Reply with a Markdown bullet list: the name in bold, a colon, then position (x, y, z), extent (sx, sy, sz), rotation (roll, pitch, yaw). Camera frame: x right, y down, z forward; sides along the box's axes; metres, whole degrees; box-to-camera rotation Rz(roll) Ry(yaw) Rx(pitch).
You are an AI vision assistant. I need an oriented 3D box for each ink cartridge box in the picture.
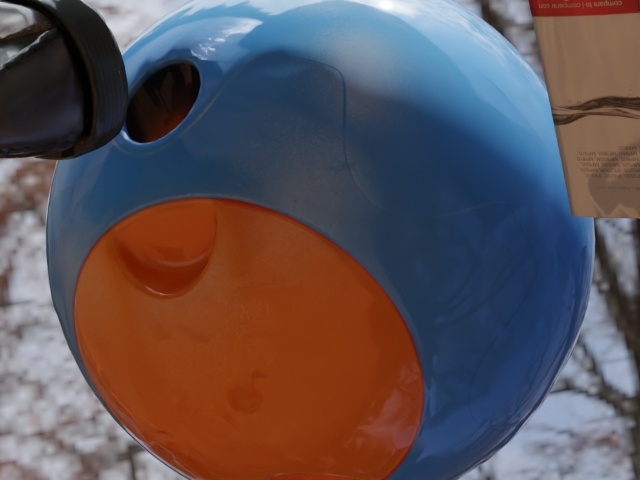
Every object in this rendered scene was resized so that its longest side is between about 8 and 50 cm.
- **ink cartridge box**: position (0.144, -0.090, 0.891), extent (0.056, 0.099, 0.135), rotation (1, -61, 29)

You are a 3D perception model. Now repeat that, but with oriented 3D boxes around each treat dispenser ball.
- **treat dispenser ball**: position (0.000, 0.000, 1.020), extent (0.288, 0.288, 0.288), rotation (27, -59, 59)

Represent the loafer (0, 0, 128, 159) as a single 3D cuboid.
- **loafer**: position (-0.198, -0.066, 0.820), extent (0.267, 0.084, 0.096), rotation (2, -67, 43)
